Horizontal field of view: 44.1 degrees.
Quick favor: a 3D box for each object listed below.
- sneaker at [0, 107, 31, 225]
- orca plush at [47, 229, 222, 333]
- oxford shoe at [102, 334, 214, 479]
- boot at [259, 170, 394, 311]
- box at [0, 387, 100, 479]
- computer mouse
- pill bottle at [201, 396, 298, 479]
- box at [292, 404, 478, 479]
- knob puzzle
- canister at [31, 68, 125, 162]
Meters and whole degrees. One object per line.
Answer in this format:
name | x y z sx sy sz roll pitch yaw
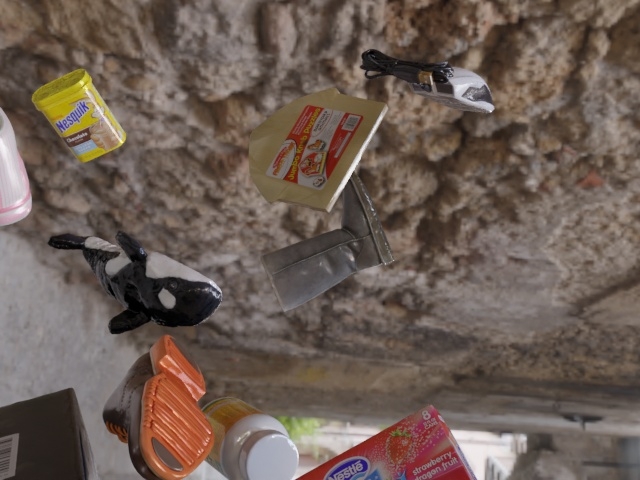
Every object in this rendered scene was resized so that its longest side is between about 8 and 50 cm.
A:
sneaker | -0.223 -0.065 0.459 0.051 0.134 0.070 -42 150 -41
orca plush | -0.248 0.061 0.984 0.102 0.287 0.151 -56 151 -20
oxford shoe | -0.243 0.262 1.143 0.130 0.133 0.363 52 1 -13
boot | -0.001 -0.001 1.323 0.076 0.208 0.189 40 30 -68
box | -0.388 0.499 1.000 0.480 0.297 0.471 -165 -116 -70
computer mouse | 0.139 -0.185 0.910 0.193 0.106 0.042 5 97 -53
pill bottle | -0.118 0.325 1.255 0.208 0.117 0.117 4 -90 61
box | 0.061 0.323 0.928 0.122 0.257 0.128 56 6 -49
knob puzzle | -0.020 -0.127 1.095 0.030 0.213 0.213 46 39 -49
canister | -0.506 -0.260 1.672 0.073 0.126 0.170 -107 171 -51
